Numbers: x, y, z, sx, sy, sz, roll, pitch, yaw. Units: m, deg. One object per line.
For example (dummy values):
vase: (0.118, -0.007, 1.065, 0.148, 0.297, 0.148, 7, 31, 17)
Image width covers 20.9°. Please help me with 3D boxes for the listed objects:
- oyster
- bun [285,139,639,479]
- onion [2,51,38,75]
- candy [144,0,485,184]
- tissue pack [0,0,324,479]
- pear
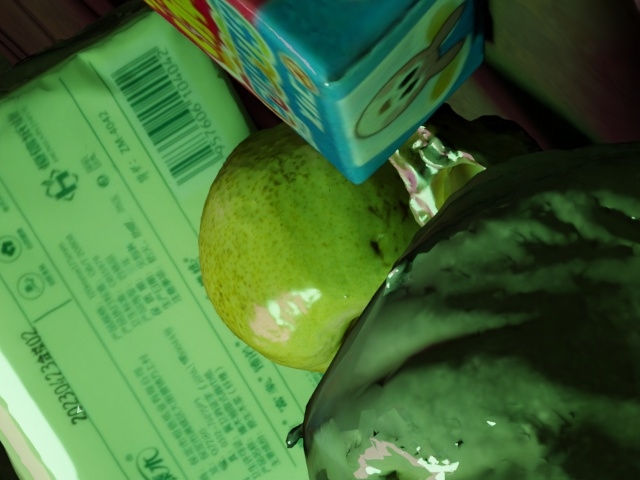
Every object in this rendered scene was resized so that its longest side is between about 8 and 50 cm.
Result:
oyster: (0.157, 0.031, 0.838, 0.345, 0.078, 0.129, 40, 162, -3)
bun: (0.094, 0.090, 0.653, 0.281, 0.205, 0.281, 176, 90, -81)
onion: (-0.193, -0.042, 1.503, 0.272, 0.272, 0.195, 44, 175, -7)
candy: (-0.068, -0.168, 0.758, 0.306, 0.100, 0.157, 40, 172, 12)
tissue pack: (-0.148, 0.039, 1.313, 0.380, 0.297, 0.207, 62, 169, -11)
pear: (0.000, 0.000, 1.169, 0.178, 0.178, 0.178, 42, 173, 6)
